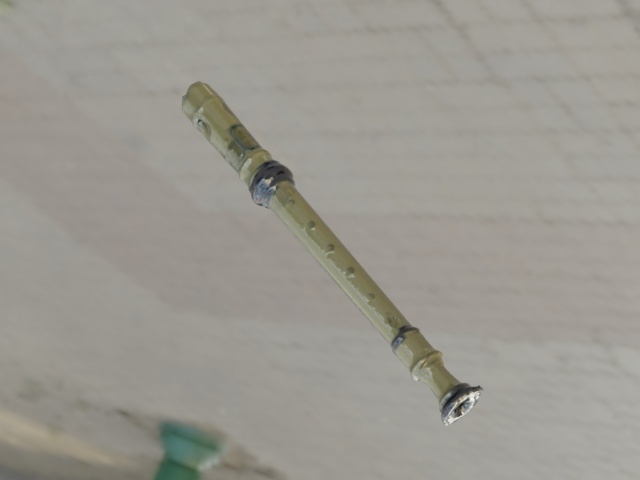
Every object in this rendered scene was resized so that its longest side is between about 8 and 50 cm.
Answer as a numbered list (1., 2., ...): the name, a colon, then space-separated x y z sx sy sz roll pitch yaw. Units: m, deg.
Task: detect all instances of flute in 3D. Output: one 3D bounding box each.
1. flute: 0.000 0.000 0.875 0.233 0.027 0.027 50 175 27
